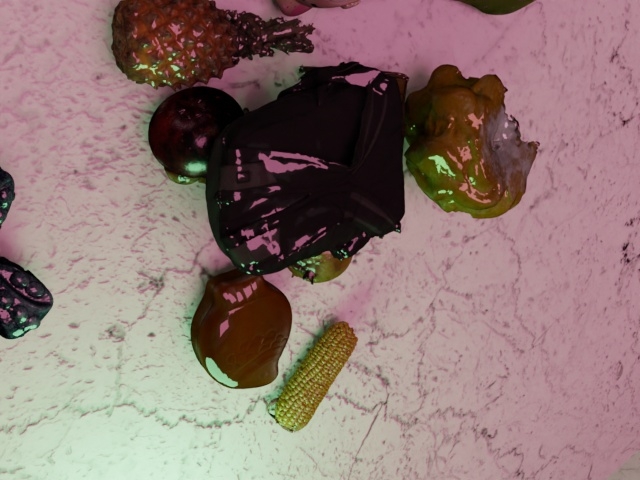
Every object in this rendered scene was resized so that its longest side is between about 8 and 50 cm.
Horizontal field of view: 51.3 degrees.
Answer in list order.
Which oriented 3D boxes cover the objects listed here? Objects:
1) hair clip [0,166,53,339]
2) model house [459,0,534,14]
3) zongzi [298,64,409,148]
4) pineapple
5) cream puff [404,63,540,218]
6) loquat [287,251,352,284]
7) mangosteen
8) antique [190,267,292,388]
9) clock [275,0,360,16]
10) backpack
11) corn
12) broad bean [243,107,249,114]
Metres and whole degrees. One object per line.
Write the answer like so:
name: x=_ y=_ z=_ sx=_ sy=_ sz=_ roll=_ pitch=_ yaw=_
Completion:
hair clip: x=-0.572 y=0.027 z=1.069 sx=0.206 sy=0.195 sz=0.310 roll=-23 pitch=119 yaw=-30
model house: x=0.345 y=-0.609 z=1.400 sx=0.294 sy=0.207 sz=0.153 roll=6 pitch=82 yaw=-29
zongzi: x=0.069 y=-0.248 z=1.383 sx=0.242 sy=0.112 sz=0.220 roll=-1 pitch=90 yaw=-28
pineapple: x=-0.177 y=-0.350 z=1.171 sx=0.362 sy=0.175 sz=0.174 roll=-8 pitch=113 yaw=-29
cream puff: x=0.291 y=-0.193 z=1.458 sx=0.274 sy=0.270 sz=0.323 roll=-52 pitch=121 yaw=-27
loquat: x=0.000 y=0.000 z=1.435 sx=0.204 sy=0.150 sz=0.172 roll=-51 pitch=128 yaw=-26
mangosteen: x=-0.220 y=-0.182 z=1.222 sx=0.200 sy=0.200 sz=0.199 roll=-12 pitch=115 yaw=-28
antique: x=-0.166 y=0.184 z=1.414 sx=0.224 sy=0.129 sz=0.278 roll=-25 pitch=120 yaw=-21
clock: x=0.072 y=-0.522 z=1.201 sx=0.310 sy=0.284 sz=0.114 roll=-26 pitch=89 yaw=-17
backpack: x=-0.018 y=-0.110 z=1.175 sx=0.446 sy=0.255 sz=0.363 roll=-31 pitch=125 yaw=-38
corn: x=-0.012 y=0.320 z=1.591 sx=0.106 sy=0.106 sz=0.293 roll=37 pitch=85 yaw=-37
broad bean: x=-0.093 y=-0.161 z=1.374 sx=0.256 sy=0.052 sz=0.052 roll=52 pitch=37 yaw=-32
